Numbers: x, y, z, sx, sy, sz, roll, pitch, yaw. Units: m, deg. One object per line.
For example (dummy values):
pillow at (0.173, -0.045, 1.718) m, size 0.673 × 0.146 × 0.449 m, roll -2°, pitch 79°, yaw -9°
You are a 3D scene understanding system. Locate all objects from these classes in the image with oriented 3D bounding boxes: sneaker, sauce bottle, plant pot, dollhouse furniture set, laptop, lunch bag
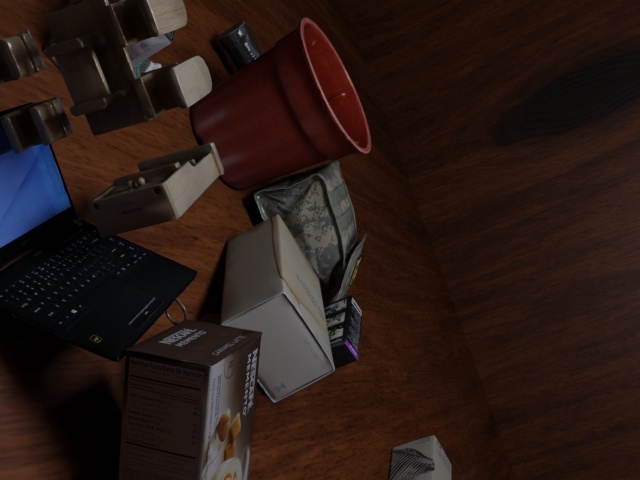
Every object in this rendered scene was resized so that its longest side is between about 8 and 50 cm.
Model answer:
sneaker at (-0.307, -0.253, 1.174) m, size 0.076 × 0.065 × 0.166 m, roll 40°, pitch 25°, yaw -22°
sauce bottle at (-0.113, -0.323, 1.695) m, size 0.344 × 0.111 × 0.111 m, roll 57°, pitch 21°, yaw -24°
plant pot at (-0.081, -0.236, 1.429) m, size 0.272 × 0.265 × 0.272 m, roll 53°, pitch 23°, yaw -34°
dollhouse furniture set at (-0.221, -0.151, 0.859) m, size 0.161 × 0.212 × 0.242 m, roll -65°, pitch 140°, yaw -65°
laptop at (-0.276, -0.022, 0.829) m, size 0.264 × 0.136 × 0.234 m, roll 24°, pitch 23°, yaw 3°
lunch bag at (0.000, 0.000, 1.546) m, size 0.235 × 0.169 × 0.286 m, roll -46°, pitch 120°, yaw -74°
sauce bottle at (-0.143, 0.142, 1.176) m, size 0.128 × 0.042 × 0.042 m, roll 32°, pitch 39°, yaw -64°

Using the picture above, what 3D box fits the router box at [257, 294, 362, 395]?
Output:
router box at (-0.020, 0.174, 1.257) m, size 0.046 × 0.179 × 0.133 m, roll 57°, pitch 22°, yaw -23°

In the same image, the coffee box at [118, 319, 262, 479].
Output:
coffee box at (-0.142, 0.225, 0.821) m, size 0.141 × 0.098 × 0.246 m, roll -23°, pitch 121°, yaw -73°

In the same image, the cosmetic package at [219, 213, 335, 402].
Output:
cosmetic package at (-0.073, 0.096, 1.213) m, size 0.160 × 0.113 × 0.309 m, roll 59°, pitch 7°, yaw -23°

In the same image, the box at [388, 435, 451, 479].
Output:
box at (0.205, 0.538, 1.568) m, size 0.094 × 0.113 × 0.275 m, roll 61°, pitch 18°, yaw -16°

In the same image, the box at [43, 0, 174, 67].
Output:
box at (-0.298, -0.365, 1.140) m, size 0.087 × 0.169 × 0.290 m, roll 50°, pitch 26°, yaw -36°

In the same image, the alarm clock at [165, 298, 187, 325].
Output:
alarm clock at (-0.165, 0.158, 0.938) m, size 0.064 × 0.129 × 0.192 m, roll -27°, pitch 115°, yaw -43°
